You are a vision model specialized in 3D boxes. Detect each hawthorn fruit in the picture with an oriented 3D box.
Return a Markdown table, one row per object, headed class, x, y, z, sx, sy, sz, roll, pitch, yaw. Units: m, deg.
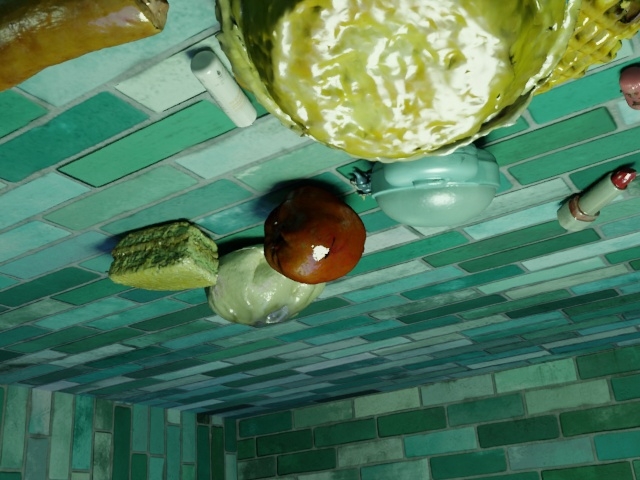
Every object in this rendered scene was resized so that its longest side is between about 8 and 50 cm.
| class | x | y | z | sx | sy | sz | roll | pitch | yaw |
| --- | --- | --- | --- | --- | --- | --- | --- | --- | --- |
| hawthorn fruit | 0.000 | 0.000 | 1.297 | 0.202 | 0.185 | 0.185 | 13 | 151 | -37 |

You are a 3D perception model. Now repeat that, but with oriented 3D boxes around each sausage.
| class | x | y | z | sx | sy | sz | roll | pitch | yaw |
| --- | --- | --- | --- | --- | --- | --- | --- | --- | --- |
| sausage | -0.302 | -0.238 | 0.787 | 0.270 | 0.109 | 0.109 | -14 | 155 | 20 |

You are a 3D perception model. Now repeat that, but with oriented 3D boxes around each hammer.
| class | x | y | z | sx | sy | sz | roll | pitch | yaw |
| --- | --- | --- | --- | --- | --- | --- | --- | --- | --- |
| hammer | 0.462 | -0.222 | 1.042 | 0.043 | 0.043 | 0.083 | -18 | 154 | 29 |

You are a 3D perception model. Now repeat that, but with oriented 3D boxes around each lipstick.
| class | x | y | z | sx | sy | sz | roll | pitch | yaw |
| --- | --- | --- | --- | --- | --- | --- | --- | --- | --- |
| lipstick | -0.131 | -0.205 | 0.972 | 0.040 | 0.040 | 0.141 | -11 | 156 | 15 |
| lipstick | 0.535 | -0.087 | 1.360 | 0.063 | 0.057 | 0.186 | 5 | 150 | -21 |

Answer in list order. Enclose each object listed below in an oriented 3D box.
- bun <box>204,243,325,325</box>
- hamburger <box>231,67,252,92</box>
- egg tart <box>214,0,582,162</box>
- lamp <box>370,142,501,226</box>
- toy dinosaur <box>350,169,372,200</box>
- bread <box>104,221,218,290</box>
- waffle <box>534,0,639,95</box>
| class | x | y | z | sx | sy | sz | roll | pitch | yaw |
| --- | --- | --- | --- | --- | --- | --- | --- | --- | --- |
| bun | -0.124 | 0.106 | 1.551 | 0.272 | 0.168 | 0.273 | -9 | 163 | -3 |
| hamburger | -0.032 | -0.227 | 0.885 | 0.138 | 0.083 | 0.147 | 17 | 153 | -40 |
| egg tart | 0.065 | -0.211 | 0.697 | 0.387 | 0.169 | 0.388 | 5 | 137 | 4 |
| lamp | 0.181 | -0.100 | 1.139 | 0.209 | 0.147 | 0.284 | -6 | 156 | 10 |
| toy dinosaur | 0.078 | -0.101 | 1.265 | 0.047 | 0.031 | 0.083 | -10 | 156 | 8 |
| bread | -0.313 | 0.038 | 1.432 | 0.196 | 0.102 | 0.138 | -11 | 154 | 22 |
| waffle | 0.287 | -0.246 | 0.861 | 0.291 | 0.051 | 0.291 | -19 | 163 | -6 |
